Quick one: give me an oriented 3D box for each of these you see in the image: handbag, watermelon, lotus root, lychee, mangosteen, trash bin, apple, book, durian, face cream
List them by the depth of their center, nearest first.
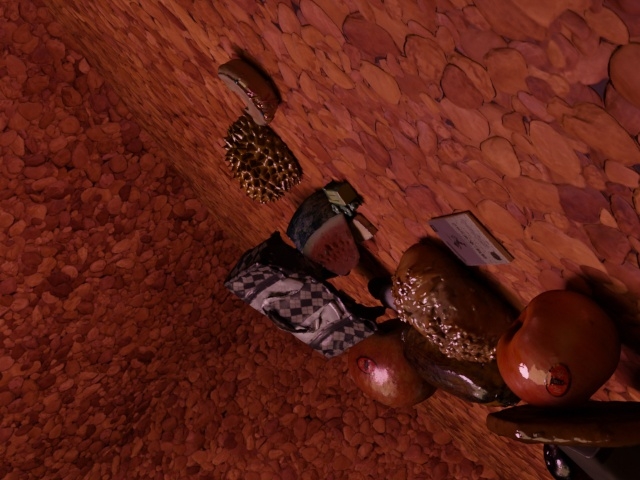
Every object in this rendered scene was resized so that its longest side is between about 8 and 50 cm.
[{"bbox_3d":[0.385,0.179,1.140,0.164,0.209,0.209,39,168,7],"label":"apple"},{"bbox_3d":[0.279,-0.001,1.325,0.127,0.014,0.181,45,168,-8],"label":"book"},{"bbox_3d":[0.638,0.471,1.518,0.240,0.122,0.164,45,169,-16],"label":"trash bin"},{"bbox_3d":[0.343,0.296,1.730,0.196,0.179,0.397,41,172,-35],"label":"lotus root"},{"bbox_3d":[0.638,0.540,1.748,0.152,0.152,0.152,42,168,11],"label":"mangosteen"},{"bbox_3d":[-0.140,-0.205,1.820,0.260,0.154,0.186,41,146,-26],"label":"durian"},{"bbox_3d":[0.000,0.000,1.864,0.226,0.148,0.318,54,172,3],"label":"watermelon"},{"bbox_3d":[0.230,0.155,1.876,0.077,0.077,0.250,46,170,-8],"label":"face cream"},{"bbox_3d":[-0.038,0.158,2.002,0.416,0.180,0.316,37,151,-12],"label":"handbag"},{"bbox_3d":[0.172,0.142,2.061,0.067,0.068,0.083,17,157,-18],"label":"lychee"},{"bbox_3d":[0.233,0.362,2.163,0.309,0.277,0.250,17,128,25],"label":"apple"}]

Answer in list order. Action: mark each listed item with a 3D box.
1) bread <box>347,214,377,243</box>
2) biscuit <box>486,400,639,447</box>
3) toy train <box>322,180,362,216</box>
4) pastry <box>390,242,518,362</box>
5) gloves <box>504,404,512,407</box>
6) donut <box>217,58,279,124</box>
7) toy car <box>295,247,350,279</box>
[{"bbox_3d":[0.100,-0.030,1.799,0.068,0.028,0.153,44,168,-2],"label":"bread"},{"bbox_3d":[0.458,0.299,1.150,0.359,0.359,0.046,140,127,-78],"label":"biscuit"},{"bbox_3d":[0.051,-0.101,1.666,0.081,0.050,0.122,53,166,-21],"label":"toy train"},{"bbox_3d":[0.275,0.151,1.519,0.311,0.162,0.255,42,170,15],"label":"pastry"},{"bbox_3d":[0.468,0.377,1.785,0.129,0.106,0.181,46,172,2],"label":"gloves"},{"bbox_3d":[-0.143,-0.320,1.508,0.166,0.065,0.108,52,166,-32],"label":"donut"},{"bbox_3d":[-0.026,0.072,2.241,0.248,0.200,0.142,-12,93,61],"label":"toy car"}]
